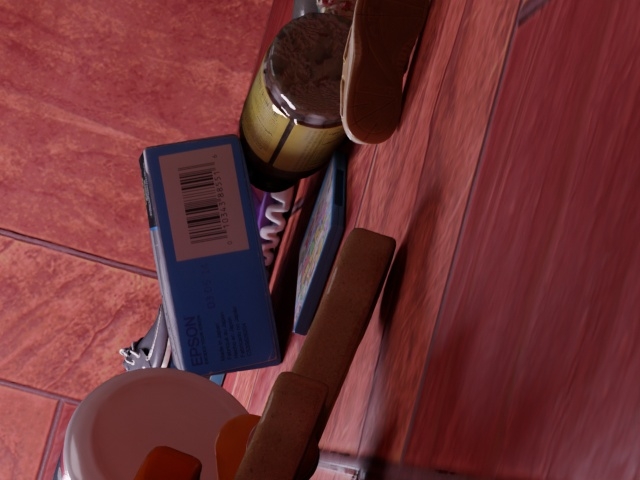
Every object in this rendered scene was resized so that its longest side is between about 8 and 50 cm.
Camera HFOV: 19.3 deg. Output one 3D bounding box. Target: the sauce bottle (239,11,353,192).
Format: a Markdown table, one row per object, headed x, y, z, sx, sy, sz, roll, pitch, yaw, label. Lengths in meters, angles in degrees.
| x | y | z | sx | sy | sz | roll | pitch | yaw | label |
| --- | --- | --- | --- | --- | --- | --- | --- | --- | --- |
| -0.026 | -0.125 | 1.882 | 0.344 | 0.111 | 0.111 | 132 | 153 | -73 | sauce bottle |

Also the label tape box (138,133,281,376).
| x | y | z | sx | sy | sz | roll | pitch | yaw | label |
| --- | --- | --- | --- | --- | --- | --- | --- | --- | --- |
| -0.127 | 0.017 | 2.044 | 0.333 | 0.105 | 0.241 | 177 | 83 | -83 | label tape box |

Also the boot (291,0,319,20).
| x | y | z | sx | sy | sz | roll | pitch | yaw | label |
| --- | --- | --- | --- | --- | --- | --- | --- | --- | --- |
| 0.001 | -0.196 | 2.061 | 0.246 | 0.083 | 0.161 | 109 | 169 | -77 | boot |

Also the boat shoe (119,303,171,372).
| x | y | z | sx | sy | sz | roll | pitch | yaw | label |
| --- | --- | --- | --- | --- | --- | --- | --- | --- | --- |
| -0.239 | 0.169 | 2.503 | 0.075 | 0.065 | 0.206 | -90 | 18 | -66 | boat shoe |

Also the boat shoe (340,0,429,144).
| x | y | z | sx | sy | sz | roll | pitch | yaw | label |
| --- | --- | --- | --- | --- | --- | --- | --- | --- | --- |
| 0.047 | -0.161 | 1.567 | 0.059 | 0.063 | 0.170 | 167 | 118 | -76 | boat shoe |

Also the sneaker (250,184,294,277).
| x | y | z | sx | sy | sz | roll | pitch | yaw | label |
| --- | --- | --- | --- | --- | --- | --- | --- | --- | --- |
| -0.109 | 0.017 | 2.288 | 0.095 | 0.104 | 0.236 | -110 | 36 | -77 | sneaker |

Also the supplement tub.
| x | y | z | sx | sy | sz | roll | pitch | yaw | label |
| --- | --- | --- | --- | --- | --- | --- | --- | --- | --- |
| -0.170 | 0.266 | 1.811 | 0.272 | 0.191 | 0.191 | 113 | 171 | -49 | supplement tub |

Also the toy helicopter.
| x | y | z | sx | sy | sz | roll | pitch | yaw | label |
| --- | --- | --- | --- | --- | --- | --- | --- | --- | --- |
| -0.018 | 0.144 | 1.271 | 0.235 | 0.140 | 0.355 | 100 | -168 | -53 | toy helicopter |

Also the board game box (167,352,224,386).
| x | y | z | sx | sy | sz | roll | pitch | yaw | label |
| --- | --- | --- | --- | --- | --- | --- | --- | --- | --- |
| -0.162 | 0.117 | 2.602 | 0.254 | 0.079 | 0.336 | -94 | 21 | -70 | board game box |

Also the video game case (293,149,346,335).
| x | y | z | sx | sy | sz | roll | pitch | yaw | label |
| --- | --- | --- | --- | --- | --- | --- | --- | --- | --- |
| 0.000 | 0.000 | 1.789 | 0.166 | 0.015 | 0.119 | -86 | 13 | -63 | video game case |

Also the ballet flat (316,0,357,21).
| x | y | z | sx | sy | sz | roll | pitch | yaw | label |
| --- | --- | --- | --- | --- | --- | --- | --- | --- | --- |
| 0.047 | -0.311 | 1.882 | 0.077 | 0.091 | 0.241 | -30 | 43 | 48 | ballet flat |
